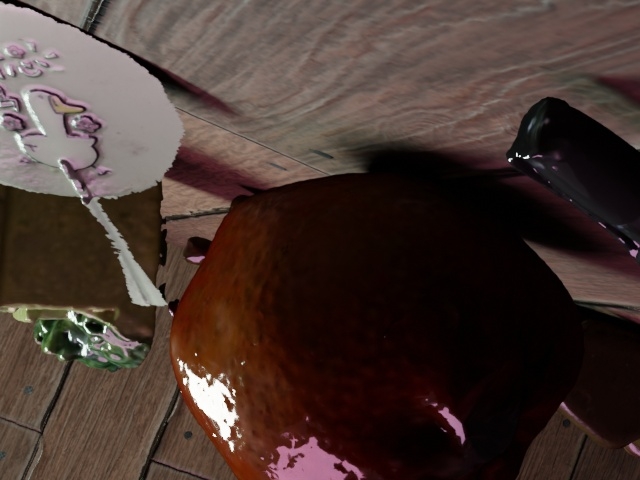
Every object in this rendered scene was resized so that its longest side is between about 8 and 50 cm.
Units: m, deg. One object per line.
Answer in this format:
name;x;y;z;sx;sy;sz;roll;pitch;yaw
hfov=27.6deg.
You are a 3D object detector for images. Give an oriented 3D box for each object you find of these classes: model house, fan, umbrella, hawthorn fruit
model house;-0.340;0.014;1.459;0.266;0.261;0.321;5;176;-26
fan;-0.196;-0.048;1.045;0.233;0.012;0.414;1;147;18
umbrella;0.222;0.027;0.635;0.340;0.118;0.118;31;171;-26
hawthorn fruit;0.037;0.082;0.961;0.295;0.295;0.311;24;175;-23

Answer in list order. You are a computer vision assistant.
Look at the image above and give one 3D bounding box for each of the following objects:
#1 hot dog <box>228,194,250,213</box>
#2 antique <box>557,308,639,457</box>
hot dog;0.002;-0.003;1.346;0.088;0.061;0.286;11;-177;-36
antique;0.309;0.152;1.348;0.257;0.121;0.143;24;-179;-20
